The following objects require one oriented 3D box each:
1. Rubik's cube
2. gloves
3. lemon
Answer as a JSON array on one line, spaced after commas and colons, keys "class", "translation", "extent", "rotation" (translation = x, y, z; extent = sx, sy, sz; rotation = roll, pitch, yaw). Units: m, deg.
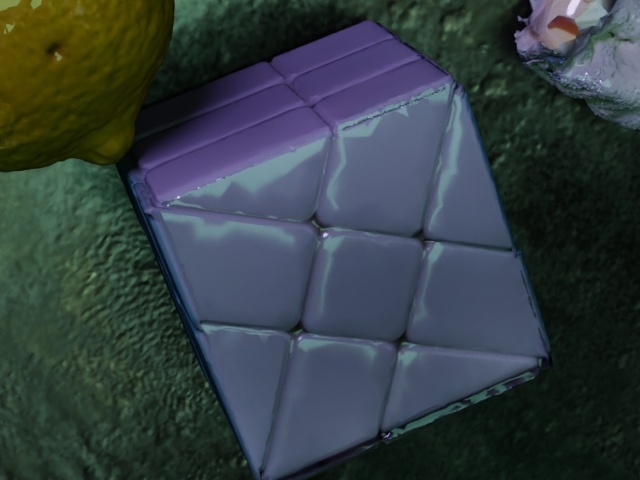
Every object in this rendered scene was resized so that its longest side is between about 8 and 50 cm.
[{"class": "Rubik's cube", "translation": [0.000, 0.000, 1.170], "extent": [0.221, 0.224, 0.231], "rotation": [-23, 113, -6]}, {"class": "gloves", "translation": [0.226, -0.152, 1.275], "extent": [0.153, 0.070, 0.114], "rotation": [25, 92, -22]}, {"class": "lemon", "translation": [-0.208, -0.159, 1.062], "extent": [0.228, 0.228, 0.253], "rotation": [-35, 121, -4]}]
